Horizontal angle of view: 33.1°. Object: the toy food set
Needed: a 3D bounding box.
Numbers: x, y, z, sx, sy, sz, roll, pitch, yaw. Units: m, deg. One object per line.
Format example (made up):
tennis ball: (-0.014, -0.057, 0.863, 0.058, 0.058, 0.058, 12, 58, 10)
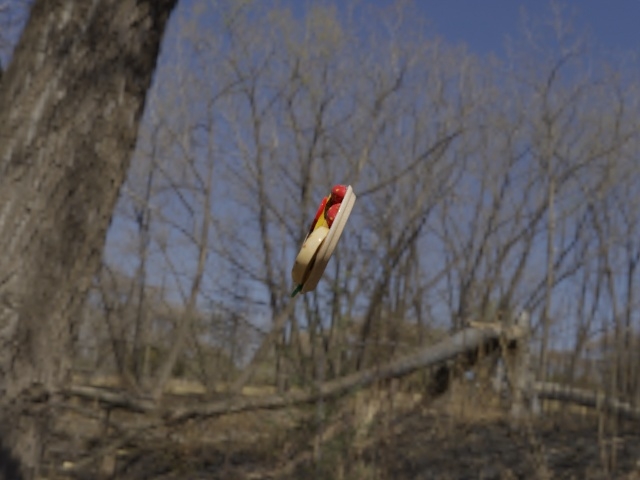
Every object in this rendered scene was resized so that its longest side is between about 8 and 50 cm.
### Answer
toy food set: (0.000, 0.000, 0.725, 0.020, 0.083, 0.082, 24, -21, -1)
